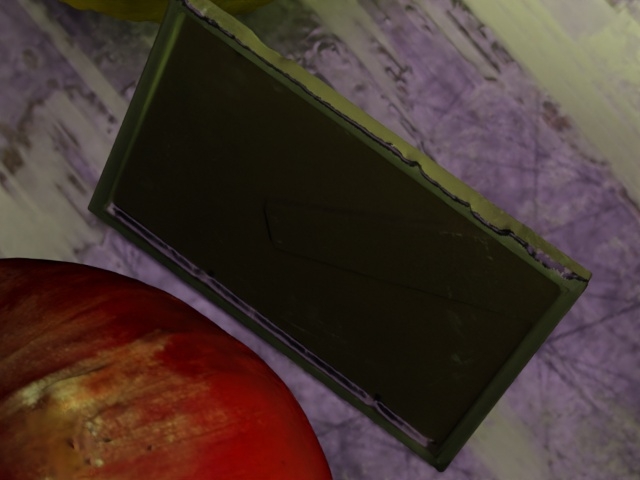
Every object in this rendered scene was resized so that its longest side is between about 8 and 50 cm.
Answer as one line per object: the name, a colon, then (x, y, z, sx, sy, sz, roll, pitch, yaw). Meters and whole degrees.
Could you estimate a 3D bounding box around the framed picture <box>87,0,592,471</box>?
framed picture: (0.000, 0.000, 1.098, 0.289, 0.213, 0.016, 36, 48, 6)

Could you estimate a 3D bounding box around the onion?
onion: (-0.170, 0.169, 1.011, 0.341, 0.341, 0.341, 0, 82, 1)

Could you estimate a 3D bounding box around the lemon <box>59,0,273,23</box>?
lemon: (-0.077, -0.265, 1.098, 0.321, 0.268, 0.268, -1, 82, -4)
